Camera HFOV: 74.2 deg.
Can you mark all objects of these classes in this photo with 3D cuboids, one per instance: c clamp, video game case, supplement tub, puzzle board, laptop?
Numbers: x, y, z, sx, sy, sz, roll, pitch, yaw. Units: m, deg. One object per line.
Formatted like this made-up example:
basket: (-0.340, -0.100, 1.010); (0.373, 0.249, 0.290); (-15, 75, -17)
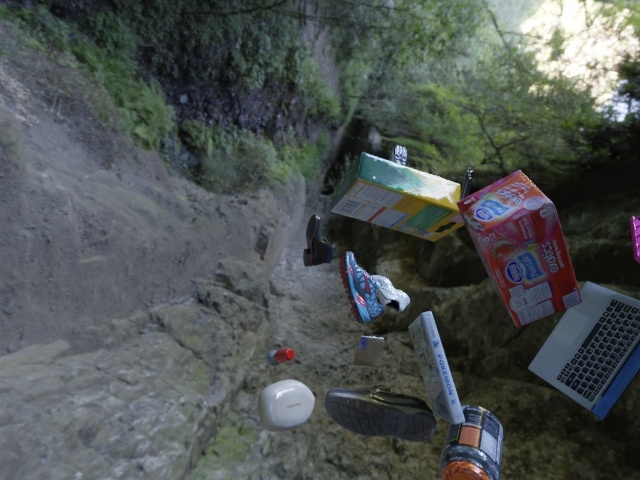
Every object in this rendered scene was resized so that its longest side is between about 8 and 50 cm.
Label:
c clamp: (0.424, -0.143, 1.255); (0.137, 0.022, 0.161); (-35, 137, -54)
video game case: (0.345, 0.389, 1.303); (0.329, 0.036, 0.300); (74, 3, -72)
supplement tub: (0.562, 0.794, 1.577); (0.338, 0.206, 0.207); (-30, 137, -60)
puzzle board: (0.184, 0.427, 1.634); (0.011, 0.096, 0.128); (-119, -140, -69)
laptop: (0.836, 0.303, 1.292); (0.382, 0.236, 0.408); (-56, -155, 2)

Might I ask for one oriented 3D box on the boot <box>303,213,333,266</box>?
boot: (0.000, 0.000, 1.624); (0.082, 0.106, 0.220); (-120, -145, -55)

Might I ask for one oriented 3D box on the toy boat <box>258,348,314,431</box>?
toy boat: (-0.152, 0.601, 1.724); (0.148, 0.267, 0.319); (-26, -117, 42)

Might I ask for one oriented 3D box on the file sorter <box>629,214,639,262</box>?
file sorter: (1.486, 0.003, 1.802); (0.182, 0.202, 0.291); (-49, -175, 48)

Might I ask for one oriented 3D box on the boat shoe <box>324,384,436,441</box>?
boat shoe: (0.187, 0.540, 1.356); (0.130, 0.354, 0.133); (-76, -179, -73)

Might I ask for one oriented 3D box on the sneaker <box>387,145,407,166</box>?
sneaker: (0.307, -0.279, 1.797); (0.132, 0.086, 0.229); (122, -13, -61)

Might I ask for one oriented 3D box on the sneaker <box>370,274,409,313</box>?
sneaker: (0.300, 0.249, 1.957); (0.115, 0.232, 0.091); (-43, 161, -53)

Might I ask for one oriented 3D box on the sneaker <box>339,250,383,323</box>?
sneaker: (0.149, 0.158, 1.519); (0.104, 0.125, 0.262); (151, -77, -75)

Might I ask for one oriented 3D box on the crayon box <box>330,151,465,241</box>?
crayon box: (0.211, -0.102, 1.103); (0.203, 0.322, 0.083); (135, -31, -64)

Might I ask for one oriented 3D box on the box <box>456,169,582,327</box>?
box: (0.364, 0.021, 0.777); (0.257, 0.128, 0.123); (54, 17, -31)
